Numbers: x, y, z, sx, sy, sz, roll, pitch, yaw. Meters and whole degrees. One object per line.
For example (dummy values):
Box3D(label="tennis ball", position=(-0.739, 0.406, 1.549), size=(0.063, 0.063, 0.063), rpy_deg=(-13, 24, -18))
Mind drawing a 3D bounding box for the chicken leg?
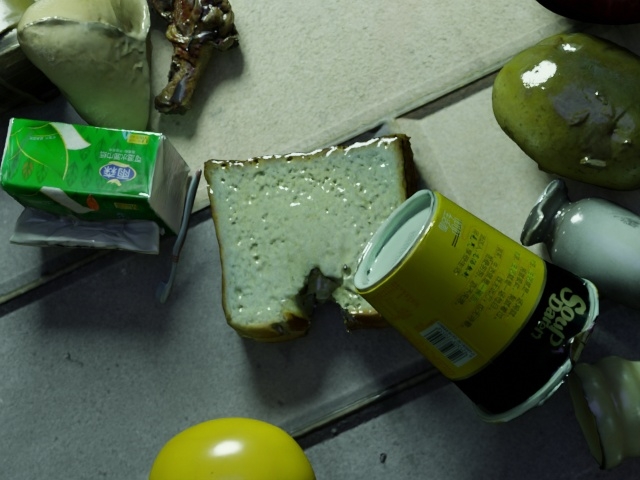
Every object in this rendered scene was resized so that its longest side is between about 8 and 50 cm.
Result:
Box3D(label="chicken leg", position=(-0.170, -0.269, 1.771), size=(0.125, 0.080, 0.196), rpy_deg=(-6, 84, 18))

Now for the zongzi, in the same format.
Box3D(label="zongzi", position=(-0.540, -0.268, 1.778), size=(0.317, 0.154, 0.289), rpy_deg=(-34, 74, -6))

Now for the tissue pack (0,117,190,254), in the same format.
Box3D(label="tissue pack", position=(-0.296, -0.058, 1.703), size=(0.209, 0.148, 0.156), rpy_deg=(6, 78, 11))

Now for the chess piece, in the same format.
Box3D(label="chess piece", position=(0.427, 0.176, 1.549), size=(0.243, 0.133, 0.133), rpy_deg=(-17, 76, 0))

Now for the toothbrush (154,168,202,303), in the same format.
Box3D(label="toothbrush", position=(-0.184, -0.005, 1.703), size=(0.019, 0.013, 0.193), rpy_deg=(27, 110, 23))

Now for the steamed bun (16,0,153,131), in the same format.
Box3D(label="steamed bun", position=(-0.281, -0.270, 1.724), size=(0.110, 0.231, 0.212), rpy_deg=(-12, 52, 26))

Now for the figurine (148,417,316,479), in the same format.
Box3D(label="figurine", position=(-0.088, 0.383, 1.567), size=(0.215, 0.187, 0.344), rpy_deg=(-17, 82, 18))

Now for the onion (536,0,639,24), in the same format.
Box3D(label="onion", position=(0.358, -0.401, 1.610), size=(0.273, 0.285, 0.273), rpy_deg=(-5, 55, 7))

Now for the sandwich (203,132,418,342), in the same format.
Box3D(label="sandwich", position=(0.000, 0.000, 1.669), size=(0.273, 0.095, 0.249), rpy_deg=(-8, 77, 9))

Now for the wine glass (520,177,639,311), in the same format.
Box3D(label="wine glass", position=(0.351, 0.010, 1.598), size=(0.204, 0.111, 0.111), rpy_deg=(33, 85, 18))

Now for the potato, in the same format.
Box3D(label="potato", position=(0.336, -0.162, 1.617), size=(0.197, 0.148, 0.228), rpy_deg=(-39, 70, -7))

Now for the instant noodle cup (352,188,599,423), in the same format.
Box3D(label="instant noodle cup", position=(0.172, 0.068, 1.523), size=(0.236, 0.215, 0.215), rpy_deg=(37, 85, -15))
